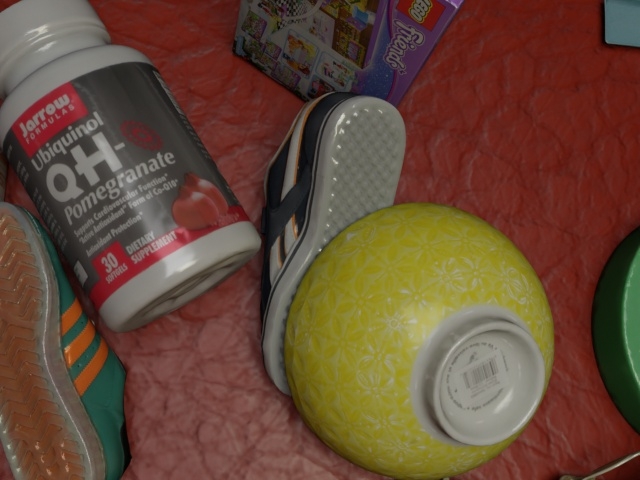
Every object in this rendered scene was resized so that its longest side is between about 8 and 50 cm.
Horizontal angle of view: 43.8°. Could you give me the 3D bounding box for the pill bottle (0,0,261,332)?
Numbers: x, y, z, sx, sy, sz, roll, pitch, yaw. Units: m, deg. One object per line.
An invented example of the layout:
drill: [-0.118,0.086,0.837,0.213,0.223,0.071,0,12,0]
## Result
pill bottle: [-0.212,-0.083,0.807,0.176,0.176,0.319,-31,84,-13]

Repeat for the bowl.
bowl: [0.124,0.115,0.770,0.289,0.156,0.290,-4,101,-21]

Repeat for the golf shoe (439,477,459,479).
golf shoe: [0.194,0.342,0.807,0.306,0.115,0.140,15,117,14]

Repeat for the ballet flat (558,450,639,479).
ballet flat: [0.365,0.253,0.821,0.248,0.086,0.086,-17,79,20]

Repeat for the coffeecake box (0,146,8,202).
coffeecake box: [-0.410,-0.026,0.822,0.142,0.068,0.186,4,78,-7]

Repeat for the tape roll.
tape roll: [0.480,0.106,0.916,0.321,0.077,0.321,2,77,-8]

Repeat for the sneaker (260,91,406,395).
sneaker: [0.000,0.000,0.855,0.126,0.127,0.321,10,102,-30]

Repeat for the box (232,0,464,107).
box: [0.019,-0.228,0.809,0.201,0.293,0.057,35,70,0]

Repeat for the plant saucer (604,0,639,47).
plant saucer: [0.452,-0.270,1.022,0.192,0.018,0.067,5,77,-8]

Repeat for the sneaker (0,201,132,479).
sneaker: [-0.267,0.111,0.790,0.108,0.121,0.302,-18,85,12]
